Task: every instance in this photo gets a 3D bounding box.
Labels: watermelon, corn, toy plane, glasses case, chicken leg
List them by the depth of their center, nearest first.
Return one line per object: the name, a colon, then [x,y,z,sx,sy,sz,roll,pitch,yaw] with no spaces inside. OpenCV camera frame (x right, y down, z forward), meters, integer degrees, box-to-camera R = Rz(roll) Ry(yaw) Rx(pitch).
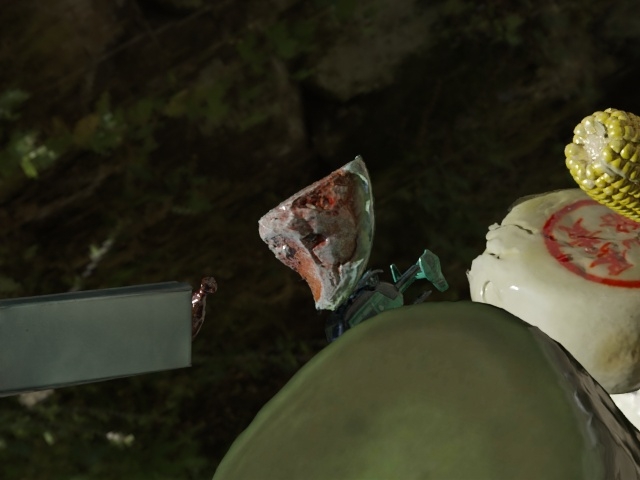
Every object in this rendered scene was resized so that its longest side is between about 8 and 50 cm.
corn: [0.348,-0.053,1.291,0.244,0.093,0.093,23,-160,-30]
watermelon: [0.000,0.000,1.407,0.071,0.139,0.187,-133,49,-60]
glasses case: [-0.269,0.108,1.500,0.056,0.266,0.105,8,99,46]
toy plane: [0.077,0.077,1.600,0.096,0.235,0.060,54,142,-7]
chicken leg: [-0.191,0.107,1.879,0.048,0.089,0.219,22,164,-6]

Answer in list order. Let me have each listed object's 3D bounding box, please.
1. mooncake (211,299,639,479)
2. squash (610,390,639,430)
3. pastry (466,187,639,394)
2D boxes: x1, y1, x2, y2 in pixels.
mooncake: [0.089,0.230,1.000,0.194,0.356,0.356,52,-175,-41]
squash: [0.560,0.140,1.684,0.384,0.263,0.263,-5,-124,-45]
pastry: [0.292,0.046,1.403,0.265,0.265,0.133,-121,24,-50]
